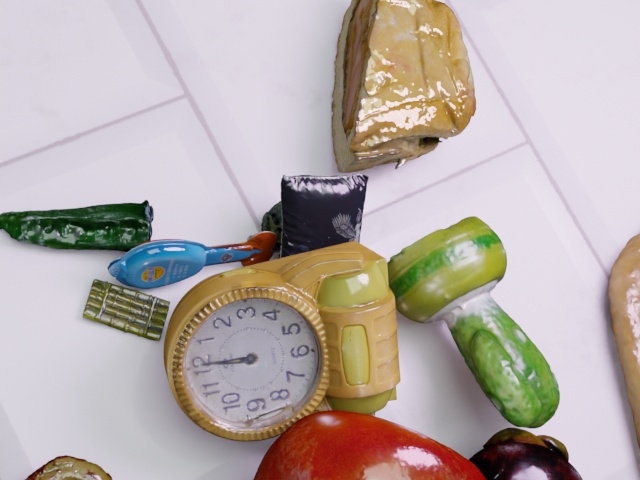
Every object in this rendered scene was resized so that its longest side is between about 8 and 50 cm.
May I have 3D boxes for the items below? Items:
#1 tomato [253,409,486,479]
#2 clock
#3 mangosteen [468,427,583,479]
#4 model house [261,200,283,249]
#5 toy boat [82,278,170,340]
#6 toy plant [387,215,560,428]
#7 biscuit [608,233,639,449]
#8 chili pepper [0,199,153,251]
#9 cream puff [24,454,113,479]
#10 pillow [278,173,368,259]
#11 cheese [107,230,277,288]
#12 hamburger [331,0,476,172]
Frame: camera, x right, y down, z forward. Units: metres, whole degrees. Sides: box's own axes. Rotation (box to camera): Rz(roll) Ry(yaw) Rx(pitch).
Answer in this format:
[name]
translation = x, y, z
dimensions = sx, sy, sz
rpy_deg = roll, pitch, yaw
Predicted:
[tomato]
translation = 0.059, 0.380, 1.630
dimensions = 0.325, 0.290, 0.293
rpy_deg = 21, 81, -17
[clock]
translation = -0.059, 0.142, 1.731
dimensions = 0.316, 0.200, 0.244
rpy_deg = -10, 105, -13
[mangosteen]
translation = 0.280, 0.364, 1.776
dimensions = 0.209, 0.210, 0.210
rpy_deg = 6, 69, -16
[model house]
translation = -0.043, -0.029, 1.874
dimensions = 0.078, 0.083, 0.066
rpy_deg = -11, 76, -22
[toy boat]
translation = -0.274, 0.098, 1.789
dimensions = 0.115, 0.016, 0.063
rpy_deg = 18, 67, -12
[toy plant]
translation = 0.236, 0.136, 1.848
dimensions = 0.184, 0.224, 0.316
rpy_deg = -31, 78, 9
[biscuit]
translation = 0.664, 0.149, 2.029
dimensions = 0.429, 0.104, 0.446
rpy_deg = -4, 73, -19
[chili pepper]
translation = -0.351, -0.024, 1.792
dimensions = 0.226, 0.059, 0.088
rpy_deg = 3, 42, -10
[cream puff]
translation = -0.328, 0.356, 1.640
dimensions = 0.149, 0.084, 0.149
rpy_deg = 8, 68, -20
[pillow]
translation = 0.000, 0.000, 1.835
dimensions = 0.141, 0.055, 0.208
rpy_deg = -4, 117, -23
[cheese]
translation = -0.180, 0.025, 1.803
dimensions = 0.256, 0.106, 0.037
rpy_deg = -8, 56, -24
[hamburger]
translation = 0.136, -0.236, 1.966
dimensions = 0.209, 0.162, 0.330
rpy_deg = 14, 65, -15
